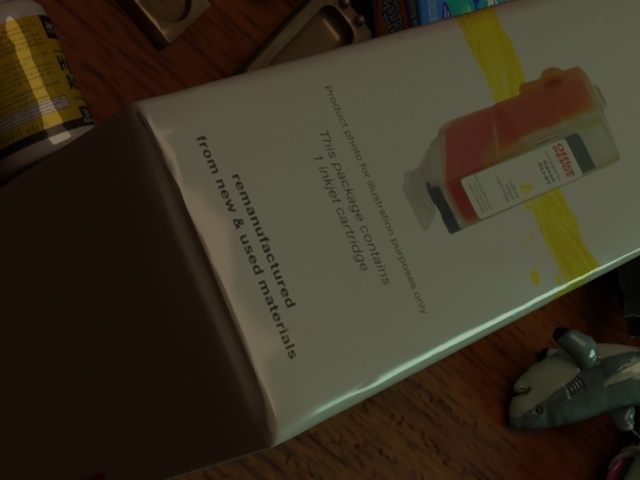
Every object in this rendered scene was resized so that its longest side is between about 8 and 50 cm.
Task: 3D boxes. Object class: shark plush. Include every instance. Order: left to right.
[{"bbox_3d":[0.214,0.111,1.137,0.161,0.073,0.067,11,72,-10],"label":"shark plush"}]

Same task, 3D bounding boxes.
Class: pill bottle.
[{"bbox_3d":[-0.176,-0.097,0.918,0.065,0.065,0.116,-23,89,-42],"label":"pill bottle"}]

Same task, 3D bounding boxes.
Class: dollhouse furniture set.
[{"bbox_3d":[-0.021,-0.165,1.032,0.151,0.123,0.144,50,50,-13],"label":"dollhouse furniture set"}]

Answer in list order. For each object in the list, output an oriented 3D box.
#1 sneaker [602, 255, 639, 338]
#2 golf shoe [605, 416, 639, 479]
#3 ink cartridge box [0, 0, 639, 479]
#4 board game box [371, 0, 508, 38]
[{"bbox_3d":[0.241,-0.002,1.227,0.170,0.089,0.051,-111,-175,-45],"label":"sneaker"},{"bbox_3d":[0.269,0.156,1.161,0.140,0.115,0.306,18,62,-30],"label":"golf shoe"},{"bbox_3d":[0.000,0.000,0.885,0.385,0.279,0.160,-21,86,-43],"label":"ink cartridge box"},{"bbox_3d":[0.124,-0.131,1.175,0.210,0.047,0.160,14,65,-44],"label":"board game box"}]
